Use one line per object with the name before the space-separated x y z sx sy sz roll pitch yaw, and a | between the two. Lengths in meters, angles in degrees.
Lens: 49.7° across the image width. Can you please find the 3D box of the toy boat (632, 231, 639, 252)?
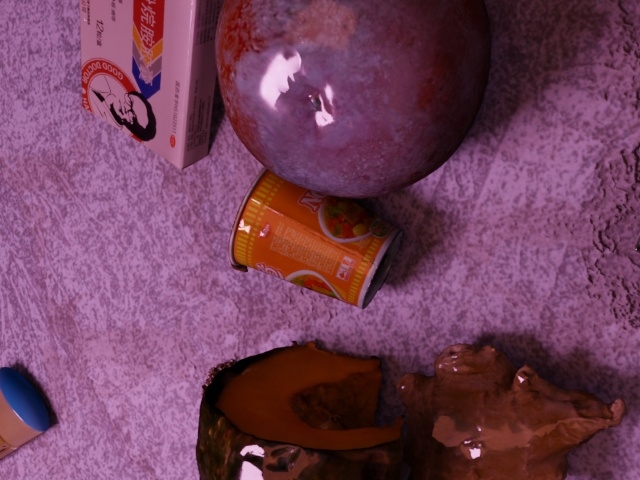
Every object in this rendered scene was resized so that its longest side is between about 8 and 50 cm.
toy boat | 0.453 -0.083 0.709 0.141 0.092 0.319 28 98 22

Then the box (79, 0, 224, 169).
box | -0.237 -0.296 0.952 0.214 0.069 0.353 32 134 20

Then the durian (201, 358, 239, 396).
durian | -0.132 0.215 1.036 0.130 0.052 0.066 -11 127 28

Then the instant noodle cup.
instant noodle cup | 0.000 0.000 0.897 0.185 0.168 0.168 26 104 14

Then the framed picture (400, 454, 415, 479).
framed picture | 0.152 0.426 0.921 0.184 0.016 0.250 26 104 22

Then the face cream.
face cream | -0.609 0.334 1.242 0.285 0.067 0.139 -32 81 24

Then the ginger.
ginger | 0.220 0.217 0.817 0.270 0.123 0.218 -28 78 21

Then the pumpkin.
pumpkin | -0.028 0.274 0.860 0.256 0.303 0.225 -1 99 2

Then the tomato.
tomato | 0.036 -0.203 0.785 0.317 0.282 0.316 11 127 15
